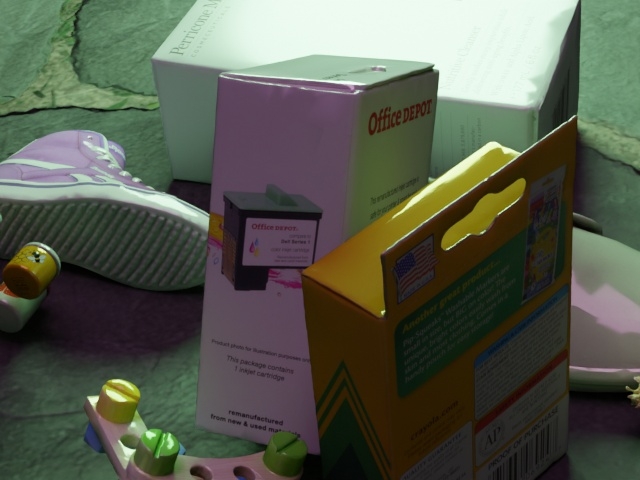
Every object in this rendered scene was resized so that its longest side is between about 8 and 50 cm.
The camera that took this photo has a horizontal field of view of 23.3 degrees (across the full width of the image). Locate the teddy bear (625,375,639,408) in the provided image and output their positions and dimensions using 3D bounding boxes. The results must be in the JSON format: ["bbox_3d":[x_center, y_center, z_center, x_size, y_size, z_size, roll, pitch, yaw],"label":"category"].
[{"bbox_3d":[0.364,0.172,1.132,0.245,0.113,0.338,-31,42,-18],"label":"teddy bear"}]

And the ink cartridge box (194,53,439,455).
[{"bbox_3d":[0.000,0.000,1.215,0.117,0.278,0.201,10,14,19],"label":"ink cartridge box"}]

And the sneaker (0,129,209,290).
[{"bbox_3d":[-0.195,-0.047,1.491,0.282,0.102,0.161,12,38,21],"label":"sneaker"}]

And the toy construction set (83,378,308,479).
[{"bbox_3d":[-0.075,0.249,1.052,0.215,0.151,0.327,16,44,-13],"label":"toy construction set"}]

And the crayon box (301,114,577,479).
[{"bbox_3d":[0.091,0.074,1.118,0.083,0.323,0.203,29,49,36],"label":"crayon box"}]

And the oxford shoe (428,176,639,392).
[{"bbox_3d":[0.152,0.017,1.347,0.449,0.130,0.169,16,40,22],"label":"oxford shoe"}]

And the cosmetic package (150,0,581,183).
[{"bbox_3d":[0.051,-0.153,1.551,0.385,0.156,0.217,9,42,16],"label":"cosmetic package"}]

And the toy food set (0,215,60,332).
[{"bbox_3d":[-0.325,0.006,1.424,0.232,0.111,0.104,9,40,22],"label":"toy food set"}]
